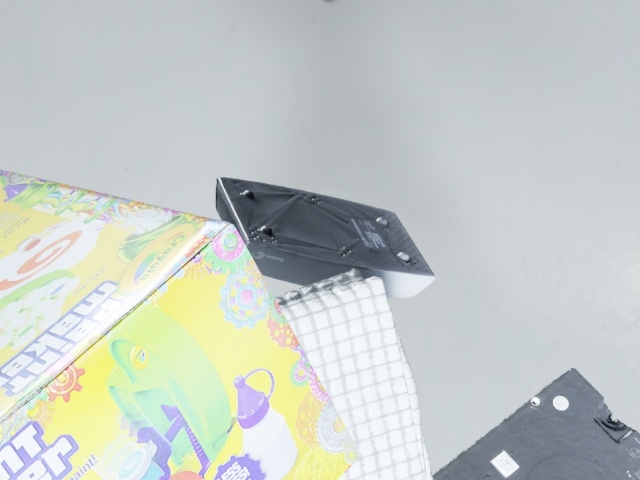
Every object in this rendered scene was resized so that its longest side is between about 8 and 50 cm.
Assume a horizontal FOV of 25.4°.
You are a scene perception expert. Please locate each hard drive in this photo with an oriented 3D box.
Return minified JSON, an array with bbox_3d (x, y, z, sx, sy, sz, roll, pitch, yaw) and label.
[{"bbox_3d":[0.000,0.000,1.739,0.254,0.054,0.172,11,28,-26],"label":"hard drive"},{"bbox_3d":[0.228,0.319,1.517,0.339,0.064,0.237,-34,66,-25],"label":"hard drive"}]

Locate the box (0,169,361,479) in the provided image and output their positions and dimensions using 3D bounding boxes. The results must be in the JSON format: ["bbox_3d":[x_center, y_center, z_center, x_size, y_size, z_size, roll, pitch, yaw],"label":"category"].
[{"bbox_3d":[-0.190,0.123,0.813,0.290,0.177,0.279,-42,31,-25],"label":"box"}]

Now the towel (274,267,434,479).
[{"bbox_3d":[-0.020,0.195,1.398,0.235,0.121,0.284,-18,101,-22],"label":"towel"}]
